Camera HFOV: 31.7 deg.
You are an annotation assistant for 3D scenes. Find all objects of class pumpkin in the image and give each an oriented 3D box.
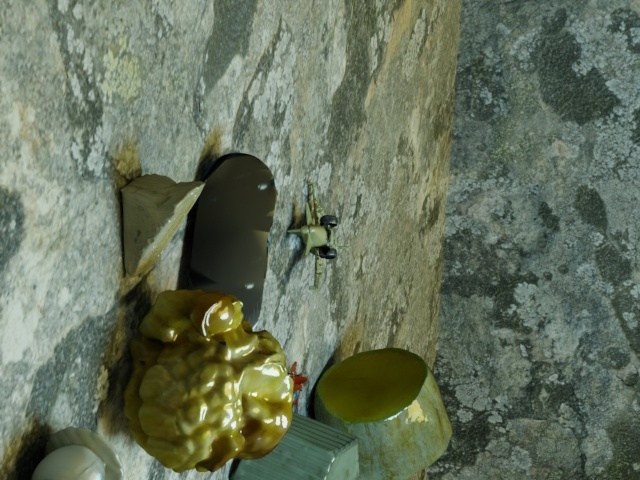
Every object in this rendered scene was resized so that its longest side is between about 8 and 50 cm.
[{"bbox_3d":[0.145,0.393,2.683,0.332,0.332,0.199,-57,148,-51],"label":"pumpkin"}]

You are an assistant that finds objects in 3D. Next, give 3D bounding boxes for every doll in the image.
[{"bbox_3d":[-0.342,0.327,1.401,0.138,0.119,0.293,-49,178,29],"label":"doll"}]

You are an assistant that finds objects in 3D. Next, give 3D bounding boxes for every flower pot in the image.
[{"bbox_3d":[-0.047,0.476,2.273,0.239,0.190,0.209,-64,156,-17],"label":"flower pot"}]

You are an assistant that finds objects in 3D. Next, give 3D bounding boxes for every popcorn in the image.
[{"bbox_3d":[-0.179,0.211,1.699,0.265,0.225,0.332,-41,137,-30],"label":"popcorn"}]

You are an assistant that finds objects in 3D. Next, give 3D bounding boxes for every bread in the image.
[{"bbox_3d":[-0.222,-0.014,1.596,0.077,0.105,0.152,-44,141,-52],"label":"bread"}]

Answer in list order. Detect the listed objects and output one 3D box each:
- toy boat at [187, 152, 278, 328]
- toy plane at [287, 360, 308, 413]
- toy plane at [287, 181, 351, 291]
[{"bbox_3d":[-0.156,0.003,1.855,0.092,0.134,0.298,-166,-96,-70],"label":"toy boat"},{"bbox_3d":[-0.067,0.358,2.415,0.130,0.061,0.189,-53,154,-57],"label":"toy plane"},{"bbox_3d":[0.000,0.000,2.360,0.244,0.092,0.229,34,54,-69],"label":"toy plane"}]
